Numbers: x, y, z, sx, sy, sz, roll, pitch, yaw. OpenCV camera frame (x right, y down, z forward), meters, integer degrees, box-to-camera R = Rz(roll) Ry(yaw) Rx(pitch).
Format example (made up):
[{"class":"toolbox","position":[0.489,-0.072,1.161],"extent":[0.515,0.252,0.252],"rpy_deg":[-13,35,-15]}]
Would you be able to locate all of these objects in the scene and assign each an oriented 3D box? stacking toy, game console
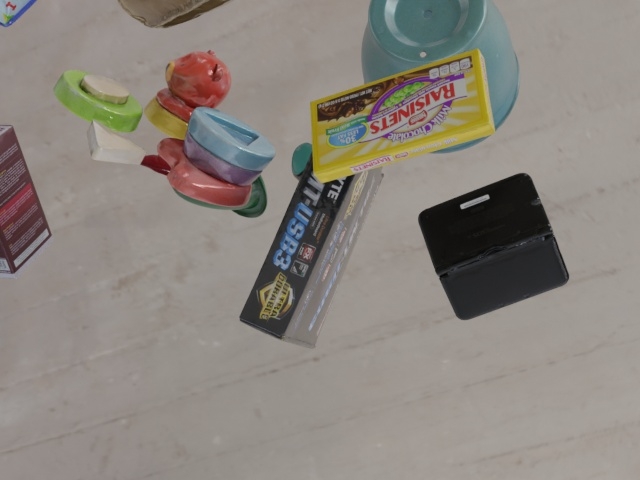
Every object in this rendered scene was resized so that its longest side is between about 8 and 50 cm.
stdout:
[{"class":"stacking toy","position":[-0.214,-0.194,1.411],"extent":[0.130,0.279,0.309],"rpy_deg":[-59,40,19]},{"class":"game console","position":[0.175,0.007,1.001],"extent":[0.122,0.071,0.107],"rpy_deg":[-21,65,10]}]

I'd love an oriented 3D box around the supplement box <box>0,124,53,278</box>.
[{"class":"supplement box","position":[-0.560,-0.067,1.710],"extent":[0.073,0.130,0.239],"rpy_deg":[4,124,21]}]

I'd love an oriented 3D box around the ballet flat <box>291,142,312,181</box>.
[{"class":"ballet flat","position":[-0.010,-0.101,1.589],"extent":[0.057,0.052,0.168],"rpy_deg":[-32,32,9]}]

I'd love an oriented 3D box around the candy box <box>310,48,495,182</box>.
[{"class":"candy box","position":[0.087,-0.137,1.092],"extent":[0.206,0.027,0.105],"rpy_deg":[-15,60,20]}]

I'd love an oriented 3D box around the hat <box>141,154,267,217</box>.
[{"class":"hat","position":[-0.220,-0.077,1.607],"extent":[0.208,0.173,0.183],"rpy_deg":[48,58,2]}]

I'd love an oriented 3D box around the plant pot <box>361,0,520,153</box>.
[{"class":"plant pot","position":[0.183,-0.314,1.603],"extent":[0.272,0.255,0.271],"rpy_deg":[-4,72,12]}]

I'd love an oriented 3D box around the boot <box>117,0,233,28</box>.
[{"class":"boot","position":[-0.015,-0.214,0.463],"extent":[0.089,0.269,0.236],"rpy_deg":[32,89,-22]}]

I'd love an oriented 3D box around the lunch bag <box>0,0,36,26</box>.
[{"class":"lunch bag","position":[-0.368,-0.349,1.147],"extent":[0.096,0.129,0.151],"rpy_deg":[30,73,33]}]

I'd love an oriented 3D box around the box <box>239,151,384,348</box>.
[{"class":"box","position":[0.000,0.000,1.362],"extent":[0.073,0.293,0.295],"rpy_deg":[22,84,11]}]
